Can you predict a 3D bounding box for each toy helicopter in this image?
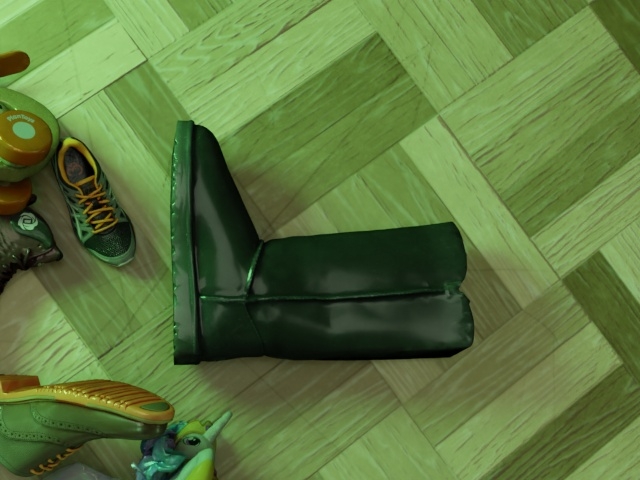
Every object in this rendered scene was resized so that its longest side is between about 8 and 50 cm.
[{"bbox_3d":[-0.544,-0.194,1.682,0.355,0.140,0.235,15,45,-19],"label":"toy helicopter"}]

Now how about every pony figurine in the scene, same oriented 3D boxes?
[{"bbox_3d":[-0.229,0.401,1.611,0.303,0.363,0.351,44,90,-14],"label":"pony figurine"}]

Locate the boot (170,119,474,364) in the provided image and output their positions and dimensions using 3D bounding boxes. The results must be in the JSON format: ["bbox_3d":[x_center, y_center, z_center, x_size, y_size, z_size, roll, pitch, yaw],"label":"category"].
[{"bbox_3d":[0.000,0.002,1.785,0.445,0.146,0.367,-1,90,-8],"label":"boot"}]

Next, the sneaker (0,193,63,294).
[{"bbox_3d":[-0.457,0.052,1.718,0.162,0.106,0.281,5,80,-13],"label":"sneaker"}]

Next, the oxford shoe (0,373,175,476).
[{"bbox_3d":[-0.357,0.258,1.638,0.364,0.130,0.132,0,88,29],"label":"oxford shoe"}]

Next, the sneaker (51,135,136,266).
[{"bbox_3d":[-0.341,-0.059,1.766,0.084,0.083,0.215,-30,89,-15],"label":"sneaker"}]
